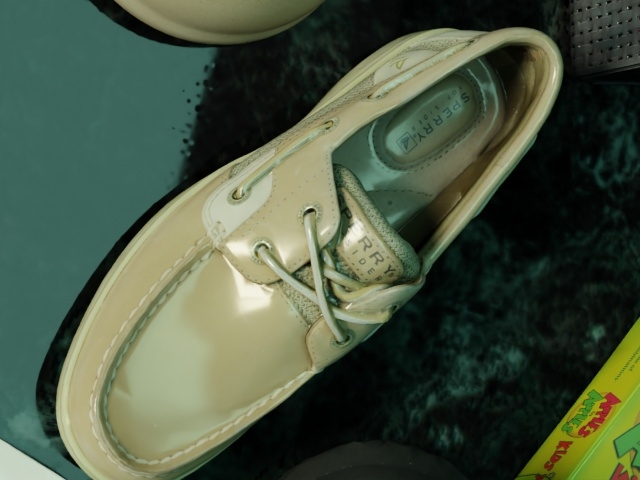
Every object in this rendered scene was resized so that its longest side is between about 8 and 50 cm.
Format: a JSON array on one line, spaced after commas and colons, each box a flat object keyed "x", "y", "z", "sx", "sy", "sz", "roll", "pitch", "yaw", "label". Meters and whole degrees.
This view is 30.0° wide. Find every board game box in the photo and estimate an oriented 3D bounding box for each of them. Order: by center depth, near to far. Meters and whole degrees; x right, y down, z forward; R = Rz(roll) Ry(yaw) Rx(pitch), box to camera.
[{"x": 0.172, "y": 0.139, "z": 0.682, "sx": 0.181, "sy": 0.043, "sz": 0.092, "roll": -47, "pitch": 108, "yaw": -17, "label": "board game box"}]

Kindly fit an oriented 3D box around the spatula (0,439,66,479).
[{"x": -0.111, "y": 0.219, "z": 0.535, "sx": 0.242, "sy": 0.019, "sz": 0.168, "roll": 38, "pitch": 69, "yaw": -3, "label": "spatula"}]

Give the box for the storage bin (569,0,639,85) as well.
[{"x": 0.240, "y": -0.134, "z": 0.670, "sx": 0.180, "sy": 0.122, "sz": 0.084, "roll": -3, "pitch": 91, "yaw": -25, "label": "storage bin"}]

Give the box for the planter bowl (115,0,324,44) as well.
[{"x": -0.032, "y": -0.178, "z": 0.552, "sx": 0.162, "sy": 0.109, "sz": 0.162, "roll": 0, "pitch": 91, "yaw": -25, "label": "planter bowl"}]

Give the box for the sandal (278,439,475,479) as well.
[{"x": 0.140, "y": 0.253, "z": 0.612, "sx": 0.167, "sy": 0.107, "sz": 0.446, "roll": -34, "pitch": 107, "yaw": 19, "label": "sandal"}]

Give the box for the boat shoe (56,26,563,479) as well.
[{"x": 0.000, "y": 0.000, "z": 0.571, "sx": 0.302, "sy": 0.098, "sz": 0.109, "roll": -44, "pitch": 107, "yaw": -19, "label": "boat shoe"}]
